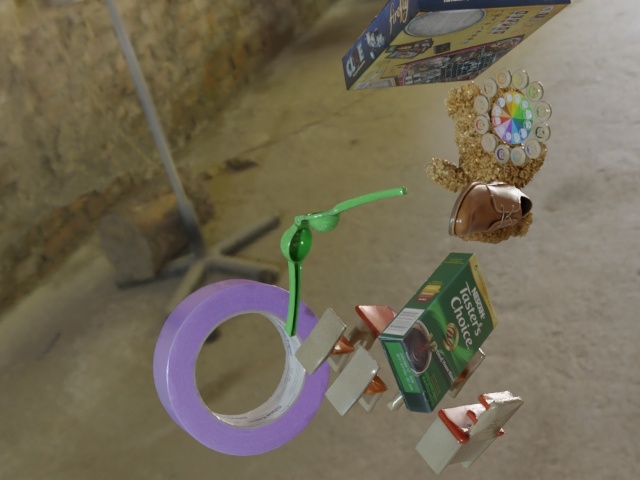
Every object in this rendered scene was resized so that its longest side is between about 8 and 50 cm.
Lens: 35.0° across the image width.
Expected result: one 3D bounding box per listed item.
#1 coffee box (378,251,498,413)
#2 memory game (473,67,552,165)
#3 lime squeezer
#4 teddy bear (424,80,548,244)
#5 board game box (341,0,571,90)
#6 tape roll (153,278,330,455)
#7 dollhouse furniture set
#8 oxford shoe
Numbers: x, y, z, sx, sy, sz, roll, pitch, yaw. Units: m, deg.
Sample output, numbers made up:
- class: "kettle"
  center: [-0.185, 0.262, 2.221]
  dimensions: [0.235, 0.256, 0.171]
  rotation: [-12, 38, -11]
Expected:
- class: "coffee box"
  center: [0.147, 0.108, 1.232]
  dimensions: [0.040, 0.113, 0.184]
  rotation: [0, 31, 41]
- class: "memory game"
  center: [0.357, -0.230, 1.899]
  dimensions: [0.012, 0.186, 0.186]
  rotation: [-14, 24, -39]
- class: "lime squeezer"
  center: [0.000, 0.000, 1.466]
  dimensions: [0.059, 0.310, 0.110]
  rotation: [5, 43, -43]
- class: "teddy bear"
  center: [0.345, -0.166, 2.070]
  dimensions: [0.245, 0.338, 0.113]
  rotation: [18, -11, -9]
- class: "board game box"
  center: [0.135, -0.222, 1.088]
  dimensions: [0.165, 0.042, 0.243]
  rotation: [-7, -8, -16]
- class: "tape roll"
  center: [-0.126, 0.202, 1.639]
  dimensions: [0.274, 0.275, 0.090]
  rotation: [-30, 14, -19]
- class: "dollhouse furniture set"
  center: [0.143, 0.179, 1.400]
  dimensions: [0.262, 0.135, 0.259]
  rotation: [3, 38, -48]
- class: "oxford shoe"
  center: [0.257, -0.047, 1.519]
  dimensions: [0.076, 0.076, 0.212]
  rotation: [21, 25, 29]
